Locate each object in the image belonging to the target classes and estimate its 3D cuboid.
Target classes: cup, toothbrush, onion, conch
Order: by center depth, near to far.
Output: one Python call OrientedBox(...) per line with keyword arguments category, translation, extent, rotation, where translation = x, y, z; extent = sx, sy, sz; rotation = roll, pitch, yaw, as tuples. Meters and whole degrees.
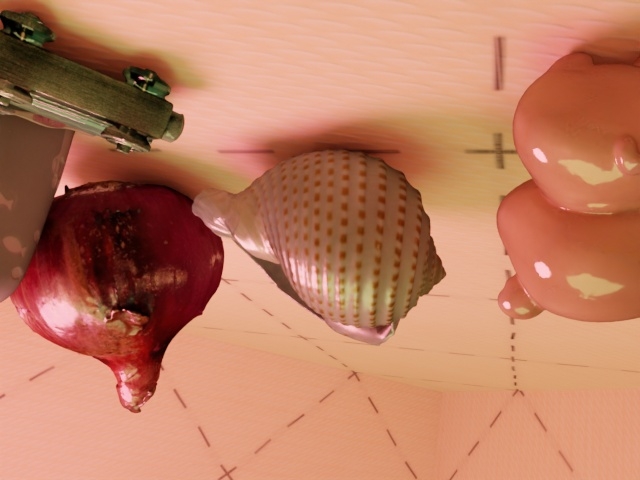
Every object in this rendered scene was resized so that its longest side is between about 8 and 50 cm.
OrientedBox(category="cup", translation=(-0.497, -0.083, 0.808), extent=(0.259, 0.274, 0.356), rotation=(2, 161, 19))
OrientedBox(category="toothbrush", translation=(-0.339, -0.151, 0.830), extent=(0.022, 0.017, 0.204), rotation=(19, -174, 11))
OrientedBox(category="conch", translation=(0.013, -0.010, 0.896), extent=(0.319, 0.215, 0.303), rotation=(37, 162, 17))
OrientedBox(category="onion", translation=(-0.322, 0.093, 1.086), extent=(0.348, 0.385, 0.348), rotation=(-6, -173, 1))

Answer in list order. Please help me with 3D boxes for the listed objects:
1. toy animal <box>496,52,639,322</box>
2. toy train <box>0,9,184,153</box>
OrientedBox(category="toy animal", translation=(0.273, -0.047, 0.616), extent=(0.210, 0.229, 0.221), rotation=(-1, 158, 13))
OrientedBox(category="toy train", translation=(-0.284, -0.171, 0.753), extent=(0.248, 0.101, 0.159), rotation=(20, 175, -30))
